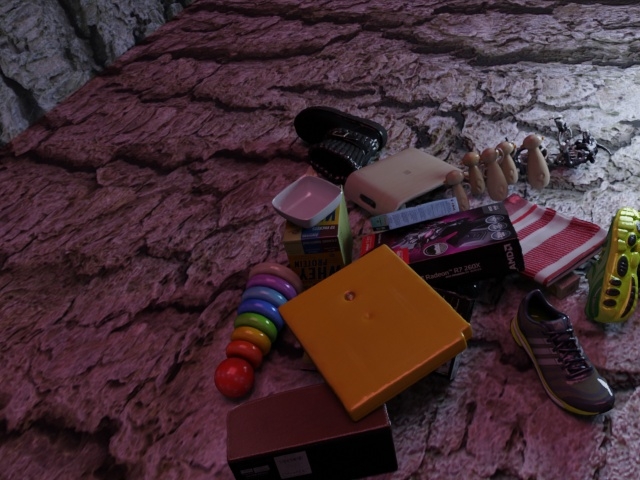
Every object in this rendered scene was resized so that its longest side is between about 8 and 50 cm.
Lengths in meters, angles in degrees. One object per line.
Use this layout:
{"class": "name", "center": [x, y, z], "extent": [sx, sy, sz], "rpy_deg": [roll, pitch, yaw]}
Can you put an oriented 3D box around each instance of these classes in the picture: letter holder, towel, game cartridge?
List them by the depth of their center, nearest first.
{"class": "letter holder", "center": [-0.022, 0.354, 1.226], "extent": [0.302, 0.152, 0.214], "rpy_deg": [-12, 39, 1]}
{"class": "game cartridge", "center": [0.102, 0.170, 1.244], "extent": [0.285, 0.052, 0.323], "rpy_deg": [-30, 42, -10]}
{"class": "towel", "center": [-0.004, 0.274, 1.416], "extent": [0.083, 0.009, 0.060], "rpy_deg": [1, 42, 14]}
{"class": "towel", "center": [0.516, -0.012, 1.540], "extent": [0.237, 0.037, 0.329], "rpy_deg": [-30, 33, -18]}

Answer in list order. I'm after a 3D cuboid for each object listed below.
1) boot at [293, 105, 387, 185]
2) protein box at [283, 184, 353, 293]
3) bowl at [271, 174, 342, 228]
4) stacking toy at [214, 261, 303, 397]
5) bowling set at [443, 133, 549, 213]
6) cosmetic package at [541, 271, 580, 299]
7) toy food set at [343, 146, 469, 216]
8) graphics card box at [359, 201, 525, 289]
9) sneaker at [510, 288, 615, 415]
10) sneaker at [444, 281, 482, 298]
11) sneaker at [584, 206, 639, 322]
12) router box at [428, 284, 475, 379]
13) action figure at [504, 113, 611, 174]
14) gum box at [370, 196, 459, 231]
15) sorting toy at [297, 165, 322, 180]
{"class": "boot", "center": [0.015, -0.307, 1.956], "extent": [0.348, 0.131, 0.260], "rpy_deg": [15, 43, 28]}
{"class": "protein box", "center": [0.000, 0.000, 1.578], "extent": [0.136, 0.199, 0.201], "rpy_deg": [-5, 42, 10]}
{"class": "bowl", "center": [-0.031, -0.088, 1.491], "extent": [0.142, 0.053, 0.142], "rpy_deg": [29, 57, 37]}
{"class": "stacking toy", "center": [-0.153, 0.212, 1.440], "extent": [0.141, 0.141, 0.330], "rpy_deg": [5, 48, 19]}
{"class": "bowling set", "center": [0.462, -0.205, 1.704], "extent": [0.287, 0.154, 0.200], "rpy_deg": [-19, 25, 4]}
{"class": "cosmetic package", "center": [0.549, 0.083, 1.466], "extent": [0.060, 0.041, 0.115], "rpy_deg": [-28, 43, -16]}
{"class": "toy food set", "center": [0.252, -0.160, 1.795], "extent": [0.306, 0.092, 0.220], "rpy_deg": [-25, 40, -25]}
{"class": "graphics card box", "center": [0.276, 0.029, 1.469], "extent": [0.371, 0.094, 0.232], "rpy_deg": [-13, 21, 13]}
{"class": "sneaker", "center": [0.486, 0.224, 1.262], "extent": [0.111, 0.121, 0.300], "rpy_deg": [-21, 42, -8]}
{"class": "sneaker", "center": [0.277, 0.115, 1.473], "extent": [0.221, 0.083, 0.087], "rpy_deg": [-12, 35, -2]}
{"class": "sneaker", "center": [0.652, 0.048, 1.383], "extent": [0.110, 0.123, 0.295], "rpy_deg": [32, 68, -9]}
{"class": "router box", "center": [0.246, 0.193, 1.333], "extent": [0.133, 0.046, 0.178], "rpy_deg": [16, 93, 28]}
{"class": "action figure", "center": [0.679, -0.272, 1.761], "extent": [0.276, 0.140, 0.164], "rpy_deg": [-9, 30, 7]}
{"class": "gum box", "center": [0.236, -0.066, 1.575], "extent": [0.185, 0.041, 0.157], "rpy_deg": [-14, 1, -9]}
{"class": "sorting toy", "center": [-0.035, -0.192, 1.926], "extent": [0.075, 0.044, 0.083], "rpy_deg": [-23, 32, 4]}
